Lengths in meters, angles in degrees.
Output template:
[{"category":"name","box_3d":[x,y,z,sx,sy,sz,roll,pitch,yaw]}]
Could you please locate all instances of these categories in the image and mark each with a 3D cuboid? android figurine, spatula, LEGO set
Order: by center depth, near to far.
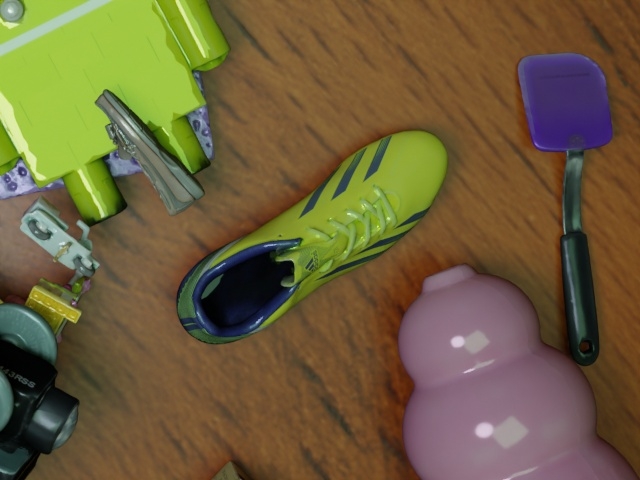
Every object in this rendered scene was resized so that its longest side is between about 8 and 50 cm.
[{"category":"android figurine","box_3d":[-0.211,-0.158,1.475,0.248,0.056,0.273,-26,99,-4]},{"category":"LEGO set","box_3d":[-0.299,0.085,1.499,0.287,0.107,0.132,-37,100,15]},{"category":"spatula","box_3d":[0.239,-0.029,1.594,0.084,0.030,0.296,-6,96,-10]}]

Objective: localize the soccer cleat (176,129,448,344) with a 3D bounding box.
[{"category":"soccer cleat","box_3d":[0.000,0.001,1.517,0.289,0.121,0.093,-34,99,-4]}]

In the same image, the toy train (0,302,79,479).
[{"category":"toy train","box_3d":[-0.365,0.111,1.390,0.334,0.142,0.190,28,114,0]}]

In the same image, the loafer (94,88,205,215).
[{"category":"loafer","box_3d":[-0.153,-0.073,1.447,0.039,0.045,0.125,-42,106,5]}]

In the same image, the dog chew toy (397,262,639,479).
[{"category":"dog chew toy","box_3d":[0.169,0.182,1.526,0.207,0.206,0.331,-19,90,-6]}]

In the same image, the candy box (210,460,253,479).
[{"category":"candy box","box_3d":[-0.122,0.382,1.551,0.183,0.087,0.316,43,88,-10]}]

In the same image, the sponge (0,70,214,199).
[{"category":"sponge","box_3d":[-0.206,-0.111,1.522,0.210,0.031,0.117,-11,96,-6]}]
